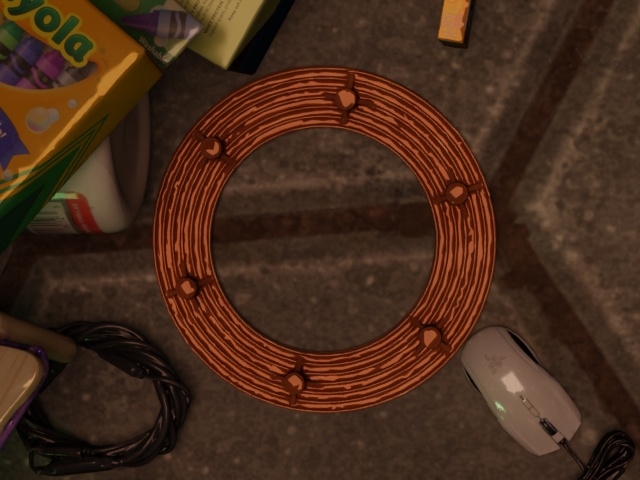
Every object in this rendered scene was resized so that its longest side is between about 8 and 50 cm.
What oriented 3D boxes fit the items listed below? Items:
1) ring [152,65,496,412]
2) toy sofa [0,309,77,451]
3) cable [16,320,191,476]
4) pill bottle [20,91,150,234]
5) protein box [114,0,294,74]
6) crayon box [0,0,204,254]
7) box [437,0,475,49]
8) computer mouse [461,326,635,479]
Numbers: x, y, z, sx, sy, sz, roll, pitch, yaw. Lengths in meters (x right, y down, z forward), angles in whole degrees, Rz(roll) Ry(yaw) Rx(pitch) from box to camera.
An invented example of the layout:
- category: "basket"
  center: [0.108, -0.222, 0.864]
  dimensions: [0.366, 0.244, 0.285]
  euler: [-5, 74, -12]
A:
- category: "ring"
  center: [0.000, 0.000, 1.521]
  dimensions: [0.337, 0.032, 0.336]
  euler: [0, 93, 7]
- category: "toy sofa"
  center: [-0.361, 0.231, 1.463]
  dimensions: [0.177, 0.150, 0.362]
  euler: [26, 86, 24]
- category: "cable"
  center: [-0.215, 0.152, 1.555]
  dimensions: [0.185, 0.047, 0.150]
  euler: [-9, 87, 12]
- category: "pill bottle"
  center: [-0.353, -0.108, 1.469]
  dimensions: [0.363, 0.210, 0.210]
  euler: [-1, 93, 6]
- category: "protein box"
  center: [-0.112, -0.289, 1.469]
  dimensions: [0.201, 0.136, 0.199]
  euler: [30, 97, 5]
- category: "crayon box"
  center: [-0.281, -0.132, 1.316]
  dimensions: [0.203, 0.083, 0.323]
  euler: [41, 88, 10]
- category: "box"
  center: [0.133, -0.248, 1.465]
  dimensions: [0.028, 0.081, 0.136]
  euler: [8, 93, 8]
- category: "computer mouse"
  center: [0.204, 0.166, 1.495]
  dimensions: [0.106, 0.042, 0.193]
  euler: [-42, 87, 9]
